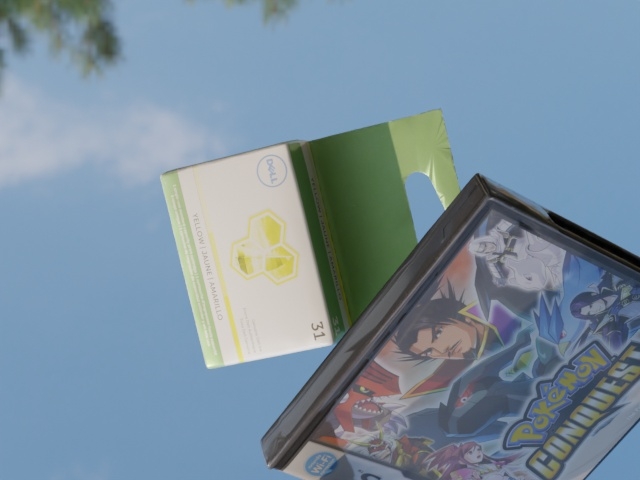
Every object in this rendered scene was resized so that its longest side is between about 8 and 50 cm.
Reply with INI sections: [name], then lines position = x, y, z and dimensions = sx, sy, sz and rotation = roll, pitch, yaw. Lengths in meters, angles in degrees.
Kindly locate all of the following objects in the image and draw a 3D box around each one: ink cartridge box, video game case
[ink cartridge box]
position = 0.000, 0.000, 1.283
dimensions = 0.235, 0.171, 0.056
rotation = -12, -178, 24
[video game case]
position = 0.131, 0.106, 1.181
dimensions = 0.248, 0.275, 0.035
rotation = 25, -155, -28
